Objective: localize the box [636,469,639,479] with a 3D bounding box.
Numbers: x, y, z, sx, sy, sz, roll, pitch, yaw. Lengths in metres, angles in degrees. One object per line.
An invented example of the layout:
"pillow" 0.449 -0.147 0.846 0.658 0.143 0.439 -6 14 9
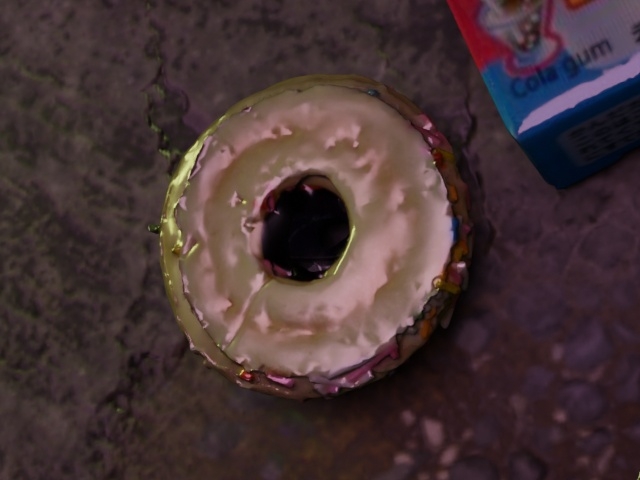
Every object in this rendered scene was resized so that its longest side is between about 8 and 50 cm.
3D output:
"box" 0.200 0.200 0.833 0.149 0.155 0.231 14 83 25

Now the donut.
"donut" 0.000 0.000 0.998 0.175 0.068 0.174 -4 78 20

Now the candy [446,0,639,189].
"candy" 0.119 -0.198 0.988 0.157 0.100 0.306 -26 69 12
